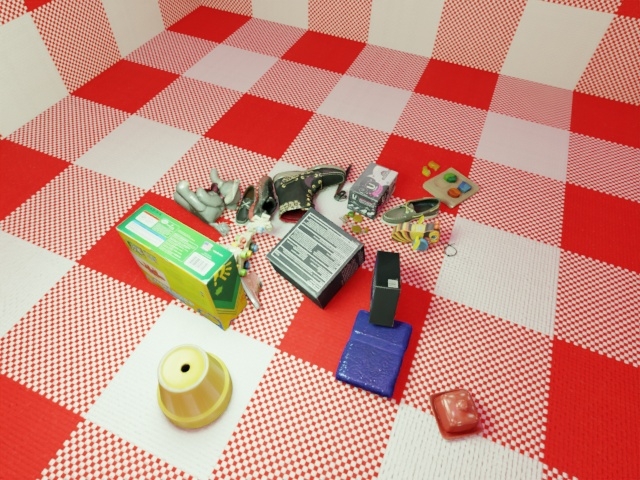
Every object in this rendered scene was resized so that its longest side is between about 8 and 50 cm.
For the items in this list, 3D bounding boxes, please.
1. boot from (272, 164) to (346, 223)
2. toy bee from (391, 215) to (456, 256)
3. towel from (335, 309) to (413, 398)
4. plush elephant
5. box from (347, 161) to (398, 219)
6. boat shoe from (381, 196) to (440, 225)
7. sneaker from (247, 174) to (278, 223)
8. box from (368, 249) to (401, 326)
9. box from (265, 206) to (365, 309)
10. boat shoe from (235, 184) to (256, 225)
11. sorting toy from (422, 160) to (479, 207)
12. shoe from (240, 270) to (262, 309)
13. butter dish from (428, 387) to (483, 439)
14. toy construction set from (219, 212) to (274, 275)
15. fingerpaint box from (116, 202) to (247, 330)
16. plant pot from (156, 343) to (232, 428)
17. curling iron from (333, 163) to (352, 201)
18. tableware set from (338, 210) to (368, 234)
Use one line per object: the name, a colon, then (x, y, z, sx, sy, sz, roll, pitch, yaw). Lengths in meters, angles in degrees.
boot: (-0.048, -0.231, 2.063, 0.377, 0.138, 0.284, -5, 50, -1)
toy bee: (0.485, -0.042, 1.918, 0.298, 0.162, 0.195, -3, 50, -4)
towel: (0.207, 0.429, 1.591, 0.227, 0.076, 0.308, 15, 52, 17)
plush elephant: (-0.493, -0.215, 1.964, 0.330, 0.272, 0.255, 40, 71, -7)
box: (0.263, -0.252, 2.089, 0.163, 0.142, 0.247, 26, 55, 18)
boat shoe: (0.446, -0.148, 2.044, 0.304, 0.091, 0.109, -11, 52, -11)
sneaker: (-0.261, -0.206, 2.018, 0.135, 0.097, 0.276, -15, 53, 37)
box: (0.257, 0.186, 1.663, 0.103, 0.184, 0.261, 6, 30, 6)
box: (-0.017, 0.075, 1.752, 0.296, 0.183, 0.294, 37, 74, 23)
boat shoe: (-0.368, -0.174, 2.047, 0.084, 0.079, 0.233, 11, 54, 7)
sorting toy: (0.663, -0.317, 2.219, 0.229, 0.041, 0.307, -31, 59, -24)
shoe: (-0.277, 0.205, 1.752, 0.081, 0.063, 0.178, -28, 53, -16)
butter dish: (0.479, 0.584, 1.441, 0.160, 0.118, 0.160, -7, 51, -7)
toy construction set: (-0.336, 0.023, 1.800, 0.151, 0.215, 0.328, 24, 54, 16)
fingerpaint box: (-0.522, 0.107, 1.627, 0.444, 0.371, 0.163, 27, 57, 19)
plant pot: (-0.441, 0.478, 1.418, 0.253, 0.239, 0.254, 2, 52, -2)
curling iron: (0.128, -0.304, 2.195, 0.068, 0.035, 0.274, 15, 53, 4)
tableware set: (0.170, -0.084, 2.029, 0.104, 0.024, 0.154, -32, 58, -28)
